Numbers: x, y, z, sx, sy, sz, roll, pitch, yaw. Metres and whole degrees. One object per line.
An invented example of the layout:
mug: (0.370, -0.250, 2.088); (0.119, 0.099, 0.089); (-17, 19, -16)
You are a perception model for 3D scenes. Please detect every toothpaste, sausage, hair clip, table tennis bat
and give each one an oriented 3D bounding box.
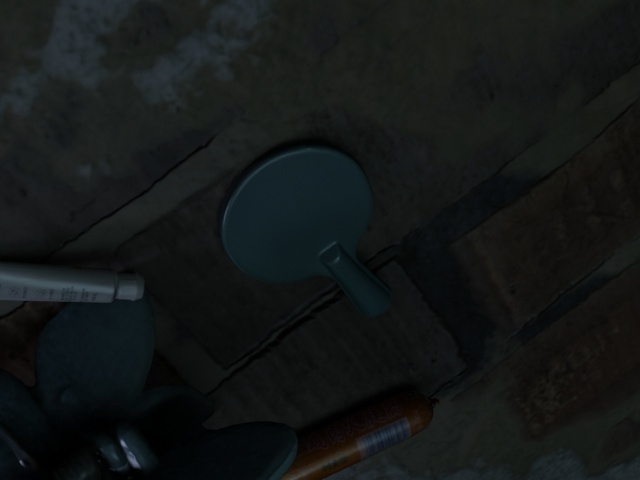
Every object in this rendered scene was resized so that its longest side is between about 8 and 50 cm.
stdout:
toothpaste: (-0.251, 0.037, 1.307); (0.190, 0.031, 0.048); (3, 125, -19)
sausage: (-0.025, 0.244, 1.604); (0.348, 0.053, 0.053); (-24, 134, -13)
hair clip: (-0.199, 0.247, 1.344); (0.318, 0.392, 0.238); (-40, 148, -19)
table tennis bat: (0.000, 0.000, 1.431); (0.153, 0.040, 0.244); (-39, 132, 4)
